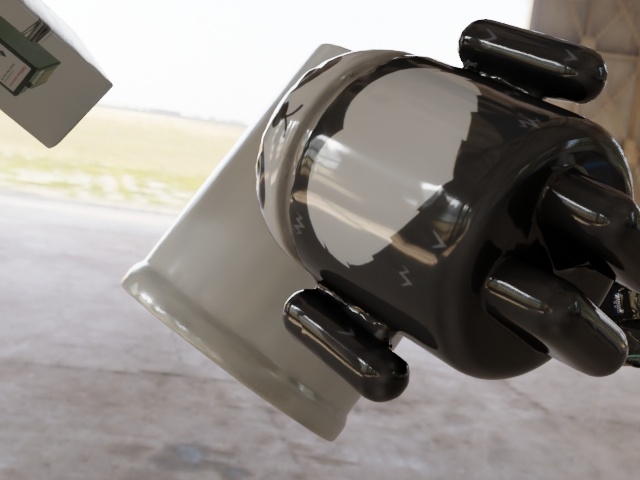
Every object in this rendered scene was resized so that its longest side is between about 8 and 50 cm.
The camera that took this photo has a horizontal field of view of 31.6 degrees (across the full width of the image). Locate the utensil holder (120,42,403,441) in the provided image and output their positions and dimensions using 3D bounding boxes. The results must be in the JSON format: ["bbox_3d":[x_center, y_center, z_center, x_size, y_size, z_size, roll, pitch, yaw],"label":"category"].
[{"bbox_3d":[0.000,0.000,1.401,0.327,0.385,0.327,37,-5,4],"label":"utensil holder"}]

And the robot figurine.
[{"bbox_3d":[0.080,-0.021,0.714,0.209,0.174,0.278,-28,39,-29],"label":"robot figurine"}]

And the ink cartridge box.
[{"bbox_3d":[-0.414,-0.274,1.392,0.289,0.121,0.211,43,5,-39],"label":"ink cartridge box"}]

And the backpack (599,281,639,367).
[{"bbox_3d":[0.351,0.057,1.229,0.144,0.166,0.188,1,-16,-28],"label":"backpack"}]
